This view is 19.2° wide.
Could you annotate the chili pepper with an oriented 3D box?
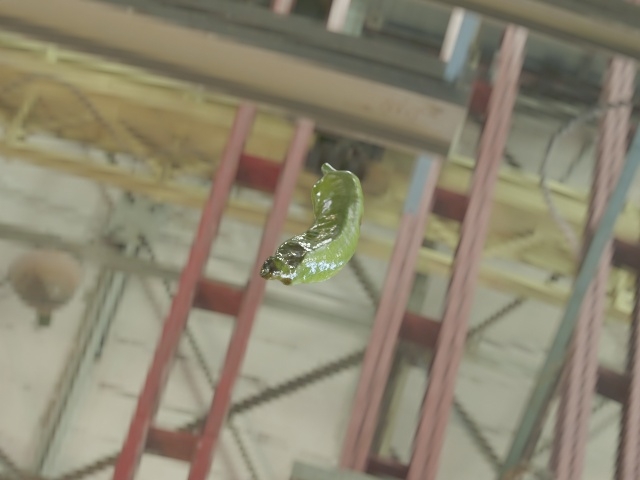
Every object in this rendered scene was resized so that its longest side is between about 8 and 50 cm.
[{"bbox_3d":[0.001,0.001,1.290,0.043,0.049,0.208,4,-158,10],"label":"chili pepper"}]
